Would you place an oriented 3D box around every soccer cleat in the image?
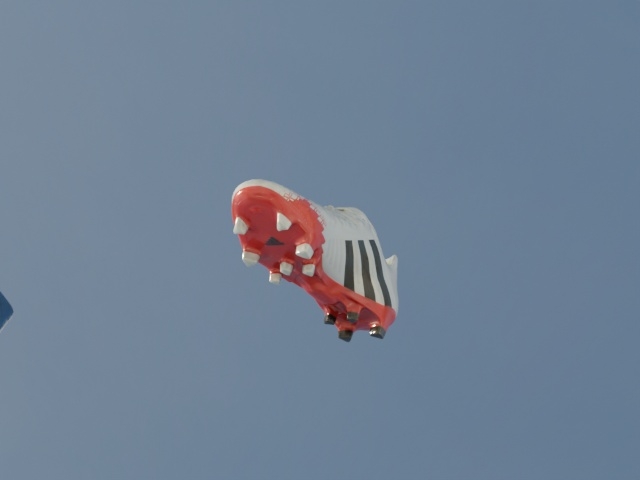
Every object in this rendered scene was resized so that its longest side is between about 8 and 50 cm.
[{"bbox_3d":[0.000,0.000,0.464,0.029,0.083,0.036,-8,-126,34],"label":"soccer cleat"}]

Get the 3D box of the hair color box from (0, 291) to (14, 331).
[{"bbox_3d":[-0.326,0.102,0.706,0.105,0.347,0.174,54,-148,-17],"label":"hair color box"}]
